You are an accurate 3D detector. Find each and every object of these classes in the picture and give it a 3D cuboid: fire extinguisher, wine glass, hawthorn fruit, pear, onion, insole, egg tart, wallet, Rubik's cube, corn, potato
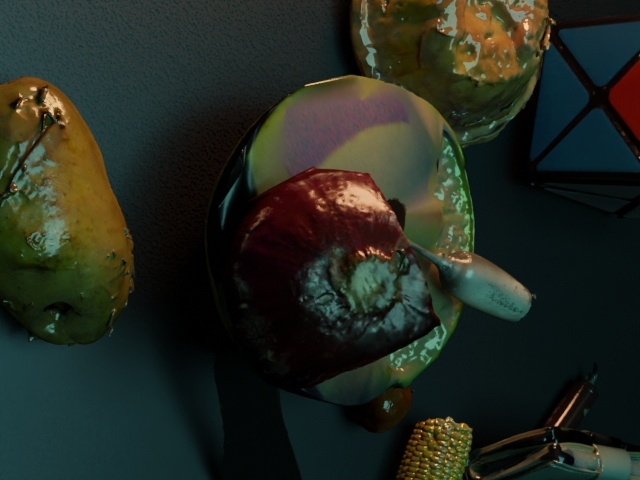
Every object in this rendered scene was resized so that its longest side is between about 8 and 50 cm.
[{"bbox_3d":[0.370,0.255,2.083,0.158,0.043,0.064,-49,146,-25],"label":"fire extinguisher"},{"bbox_3d":[0.164,0.035,1.706,0.262,0.074,0.074,29,74,-37],"label":"wine glass"},{"bbox_3d":[0.084,0.205,1.851,0.093,0.081,0.081,-24,104,-35],"label":"hawthorn fruit"},{"bbox_3d":[0.001,-0.001,1.732,0.399,0.165,0.398,-2,94,-35],"label":"pear"},{"bbox_3d":[-0.010,0.036,1.502,0.207,0.216,0.206,-25,95,-16],"label":"onion"},{"bbox_3d":[-0.078,0.249,1.677,0.012,0.110,0.309,-61,149,-52],"label":"insole"},{"bbox_3d":[0.199,-0.298,1.892,0.352,0.150,0.352,-1,92,-34],"label":"egg tart"},{"bbox_3d":[0.350,0.326,1.990,0.250,0.176,0.075,17,59,-35],"label":"wallet"},{"bbox_3d":[0.470,-0.171,2.008,0.250,0.248,0.246,17,81,-45],"label":"Rubik's cube"},{"bbox_3d":[0.135,0.356,1.880,0.093,0.093,0.244,31,72,-32],"label":"corn"},{"bbox_3d":[-0.302,-0.025,1.525,0.173,0.140,0.300,-26,104,-41],"label":"potato"}]
